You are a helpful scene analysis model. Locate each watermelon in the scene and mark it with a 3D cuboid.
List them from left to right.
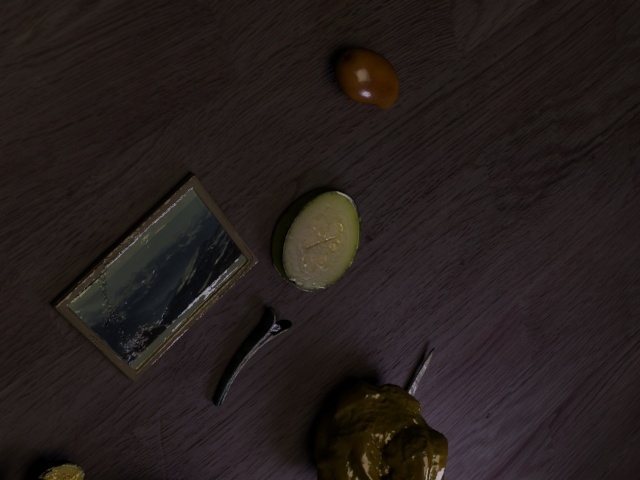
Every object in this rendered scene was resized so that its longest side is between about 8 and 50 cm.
[{"bbox_3d":[-0.484,0.440,1.540,0.105,0.062,0.105,-19,118,-41],"label":"watermelon"}]

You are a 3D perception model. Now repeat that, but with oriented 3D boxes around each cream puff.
[{"bbox_3d":[0.131,0.494,1.924,0.274,0.270,0.323,-6,108,-27],"label":"cream puff"}]

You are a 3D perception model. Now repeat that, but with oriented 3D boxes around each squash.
[{"bbox_3d":[-0.004,-0.001,1.750,0.219,0.041,0.219,-20,120,-37],"label":"squash"}]

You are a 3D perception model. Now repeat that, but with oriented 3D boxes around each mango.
[{"bbox_3d":[0.100,-0.311,1.657,0.184,0.085,0.102,20,97,-48],"label":"mango"}]

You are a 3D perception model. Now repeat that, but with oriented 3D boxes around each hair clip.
[{"bbox_3d":[-0.153,0.239,1.742,0.229,0.039,0.070,-50,132,-3],"label":"hair clip"}]

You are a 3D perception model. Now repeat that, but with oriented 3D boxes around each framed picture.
[{"bbox_3d":[-0.290,0.073,1.557,0.335,0.022,0.247,-45,131,-14],"label":"framed picture"}]

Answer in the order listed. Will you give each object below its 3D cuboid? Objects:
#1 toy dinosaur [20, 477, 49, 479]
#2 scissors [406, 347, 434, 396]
[{"bbox_3d":[-0.525,0.471,1.493,0.179,0.087,0.187,-9,136,-24],"label":"toy dinosaur"},{"bbox_3d":[0.211,0.397,2.112,0.109,0.022,0.300,22,95,-43],"label":"scissors"}]
